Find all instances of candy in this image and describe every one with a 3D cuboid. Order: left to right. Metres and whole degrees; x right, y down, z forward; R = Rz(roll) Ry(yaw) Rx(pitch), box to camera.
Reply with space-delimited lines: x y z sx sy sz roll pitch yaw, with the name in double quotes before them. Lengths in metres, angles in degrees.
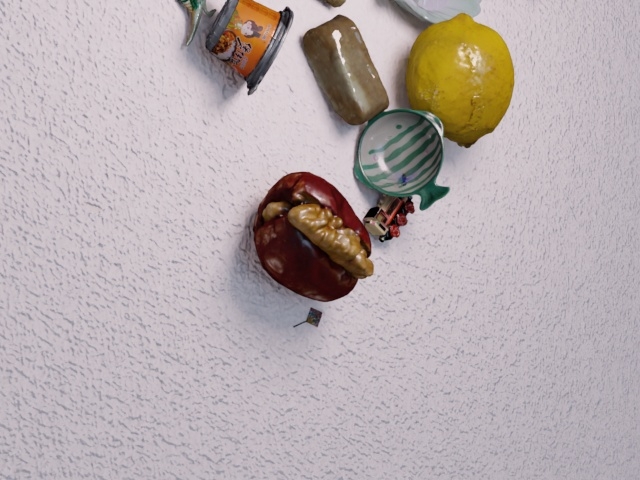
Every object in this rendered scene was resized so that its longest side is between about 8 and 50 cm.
"candy" 0.057 -0.367 1.880 0.104 0.102 0.234 -34 107 -29

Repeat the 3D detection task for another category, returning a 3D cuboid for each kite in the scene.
"kite" -0.026 0.167 1.873 0.078 0.002 0.044 4 87 -36

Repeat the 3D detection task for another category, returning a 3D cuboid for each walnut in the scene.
"walnut" 0.000 0.000 1.747 0.269 0.243 0.222 37 68 -34

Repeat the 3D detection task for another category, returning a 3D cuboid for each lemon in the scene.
"lemon" 0.317 -0.363 1.985 0.253 0.253 0.311 -23 117 -34

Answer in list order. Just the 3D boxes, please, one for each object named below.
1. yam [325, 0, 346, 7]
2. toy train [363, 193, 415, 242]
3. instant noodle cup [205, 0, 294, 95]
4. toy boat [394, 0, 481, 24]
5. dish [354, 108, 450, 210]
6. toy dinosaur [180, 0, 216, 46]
"yam" -0.002 -0.558 1.874 0.132 0.054 0.054 29 73 -33
"toy train" 0.161 -0.064 1.985 0.087 0.050 0.138 45 64 -23
"instant noodle cup" -0.148 -0.405 1.704 0.125 0.177 0.208 27 50 -19
"toy boat" 0.255 -0.596 2.032 0.290 0.100 0.200 -1 89 -37
"dish" 0.193 -0.182 1.953 0.224 0.078 0.246 -36 80 8
"toy dinosaur" -0.248 -0.485 1.705 0.106 0.044 0.187 40 80 -14
